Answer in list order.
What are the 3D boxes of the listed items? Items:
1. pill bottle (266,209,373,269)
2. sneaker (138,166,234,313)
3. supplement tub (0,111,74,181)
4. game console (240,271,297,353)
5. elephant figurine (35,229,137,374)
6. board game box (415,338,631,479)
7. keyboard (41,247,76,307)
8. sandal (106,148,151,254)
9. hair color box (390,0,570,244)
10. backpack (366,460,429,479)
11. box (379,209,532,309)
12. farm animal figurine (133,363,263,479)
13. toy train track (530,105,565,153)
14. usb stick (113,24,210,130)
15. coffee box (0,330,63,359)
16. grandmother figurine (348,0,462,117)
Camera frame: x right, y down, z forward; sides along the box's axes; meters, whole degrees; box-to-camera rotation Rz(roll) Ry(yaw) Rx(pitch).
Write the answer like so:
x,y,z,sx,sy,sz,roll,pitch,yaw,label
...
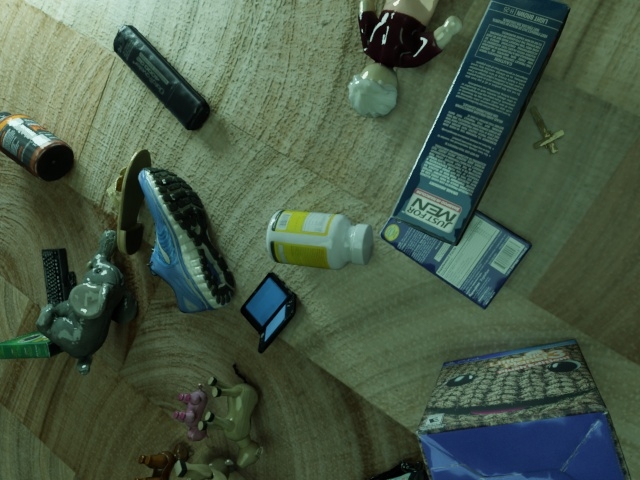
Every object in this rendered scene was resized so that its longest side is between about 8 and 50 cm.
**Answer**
x,y,z,sx,sy,sz,roll,pitch,yaw,label
0.000,0.000,0.907,0.183,0.103,0.103,6,98,20,pill bottle
-0.312,0.004,1.016,0.147,0.129,0.330,-24,87,19,sneaker
-0.688,-0.228,1.148,0.197,0.106,0.106,32,106,14,supplement tub
-0.110,0.145,0.985,0.071,0.107,0.122,34,109,-15,game console
-0.503,0.132,1.099,0.239,0.169,0.186,-43,109,4,elephant figurine
0.294,0.272,0.721,0.231,0.291,0.141,-17,88,21,board game box
-0.651,0.110,1.214,0.108,0.023,0.181,-3,95,21,keyboard
-0.439,-0.090,1.076,0.079,0.088,0.240,15,106,13,sandal
0.236,-0.167,0.739,0.105,0.174,0.348,27,97,16,hair color box
0.131,0.511,0.905,0.181,0.115,0.152,-24,89,24,backpack
0.230,-0.001,0.853,0.225,0.036,0.137,35,106,14,box
-0.224,0.480,1.003,0.330,0.172,0.327,-46,38,19,farm animal figurine
0.365,-0.180,0.796,0.048,0.014,0.084,-27,80,29,toy train track
-0.340,-0.346,1.034,0.278,0.045,0.077,46,116,11,usb stick
-0.687,0.253,1.196,0.184,0.113,0.041,-7,96,20,coffee box
0.145,-0.370,0.821,0.207,0.103,0.343,40,113,42,grandmother figurine
